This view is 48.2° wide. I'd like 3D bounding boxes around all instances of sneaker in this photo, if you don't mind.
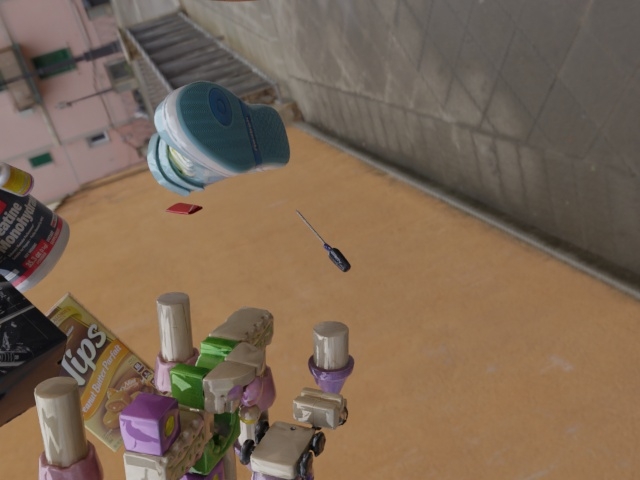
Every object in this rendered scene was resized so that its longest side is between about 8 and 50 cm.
[{"bbox_3d":[-0.189,-0.129,1.020,0.319,0.208,0.127,1,-103,-70],"label":"sneaker"}]

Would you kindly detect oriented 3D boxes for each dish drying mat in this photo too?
[{"bbox_3d":[-0.241,-0.056,1.259,0.083,0.032,0.008,11,127,50],"label":"dish drying mat"}]

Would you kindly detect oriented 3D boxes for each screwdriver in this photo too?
[{"bbox_3d":[0.000,0.000,1.321,0.170,0.024,0.025,45,132,34],"label":"screwdriver"}]

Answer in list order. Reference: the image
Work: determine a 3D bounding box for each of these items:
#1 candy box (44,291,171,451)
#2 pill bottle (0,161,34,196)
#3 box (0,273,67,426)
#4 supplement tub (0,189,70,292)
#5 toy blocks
[{"bbox_3d":[-0.501,0.287,1.568,0.316,0.183,0.087,47,166,-15],"label":"candy box"},{"bbox_3d":[-0.522,-0.105,1.193,0.043,0.043,0.083,64,-167,22],"label":"pill bottle"},{"bbox_3d":[-0.670,0.180,1.197,0.343,0.312,0.179,38,127,14],"label":"box"},{"bbox_3d":[-0.666,-0.035,1.437,0.272,0.191,0.191,44,-176,-34],"label":"supplement tub"},{"bbox_3d":[-0.109,0.244,0.798,0.288,0.308,0.260,-42,-45,-61],"label":"toy blocks"}]
